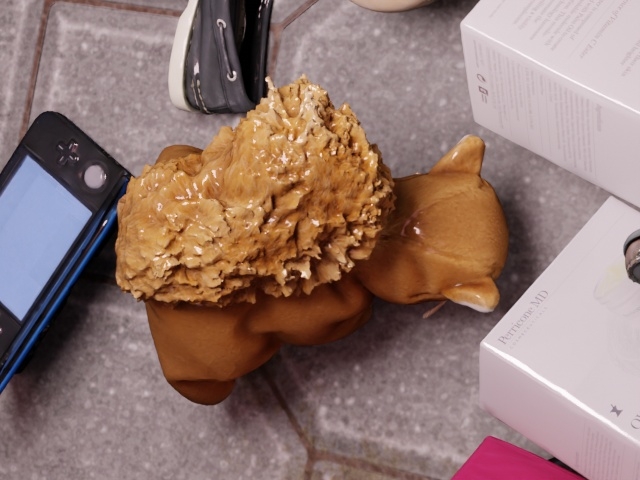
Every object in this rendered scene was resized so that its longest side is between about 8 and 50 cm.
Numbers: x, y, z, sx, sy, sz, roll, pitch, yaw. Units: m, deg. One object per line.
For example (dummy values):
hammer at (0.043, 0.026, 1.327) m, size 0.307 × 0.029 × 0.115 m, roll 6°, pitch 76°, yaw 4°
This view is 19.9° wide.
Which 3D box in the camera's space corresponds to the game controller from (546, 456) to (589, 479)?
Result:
game controller at (0.302, 0.290, 1.887) m, size 0.319 × 0.067 × 0.166 m, roll -26°, pitch 89°, yaw 22°

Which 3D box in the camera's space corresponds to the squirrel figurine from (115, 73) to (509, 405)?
squirrel figurine at (0.000, 0.000, 1.876) m, size 0.371 × 0.397 × 0.281 m, roll -3°, pitch 74°, yaw 13°

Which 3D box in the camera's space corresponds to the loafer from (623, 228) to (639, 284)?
loafer at (0.413, 0.045, 1.693) m, size 0.268 × 0.096 × 0.084 m, roll 8°, pitch 57°, yaw 4°

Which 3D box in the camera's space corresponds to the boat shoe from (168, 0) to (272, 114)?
boat shoe at (-0.083, -0.304, 2.079) m, size 0.113 × 0.127 × 0.340 m, roll 15°, pitch 94°, yaw 25°

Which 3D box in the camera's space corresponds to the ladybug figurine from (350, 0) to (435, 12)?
ladybug figurine at (0.094, -0.463, 1.964) m, size 0.305 × 0.162 × 0.449 m, roll -10°, pitch 83°, yaw 45°

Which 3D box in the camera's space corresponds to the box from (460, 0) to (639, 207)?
box at (0.342, -0.164, 1.793) m, size 0.345 × 0.168 × 0.215 m, roll 31°, pitch 68°, yaw 25°

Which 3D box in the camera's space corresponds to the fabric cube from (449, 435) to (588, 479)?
fabric cube at (0.200, 0.381, 1.765) m, size 0.259 × 0.258 × 0.254 m, roll 24°, pitch 107°, yaw 13°

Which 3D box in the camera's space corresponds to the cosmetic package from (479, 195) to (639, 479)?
cosmetic package at (0.309, 0.115, 1.792) m, size 0.225 × 0.138 × 0.224 m, roll 32°, pitch 64°, yaw 25°

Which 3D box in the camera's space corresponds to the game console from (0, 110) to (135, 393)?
game console at (-0.356, 0.017, 2.159) m, size 0.250 × 0.173 × 0.293 m, roll 40°, pitch 102°, yaw 23°
